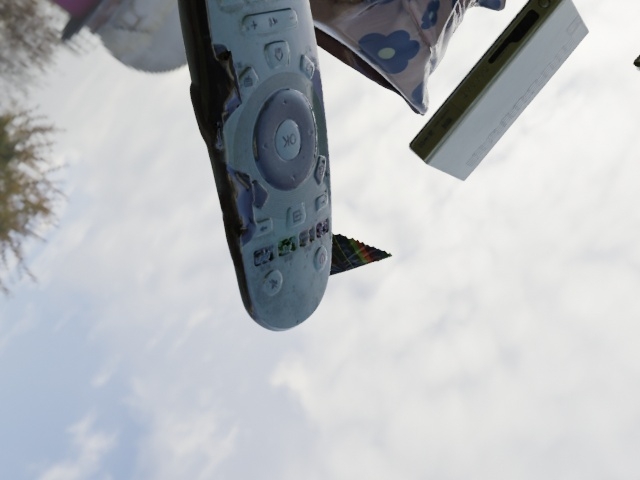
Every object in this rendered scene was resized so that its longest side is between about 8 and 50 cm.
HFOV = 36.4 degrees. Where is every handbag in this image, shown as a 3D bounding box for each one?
[{"bbox_3d":[0.027,-0.239,0.814,0.251,0.193,0.190,33,-101,33],"label":"handbag"}]

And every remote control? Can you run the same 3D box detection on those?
[{"bbox_3d":[-0.036,-0.071,0.553,0.045,0.256,0.097,3,-164,38],"label":"remote control"}]

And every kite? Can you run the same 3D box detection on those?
[{"bbox_3d":[0.000,0.000,0.775,0.004,0.122,0.090,-51,156,-46],"label":"kite"}]

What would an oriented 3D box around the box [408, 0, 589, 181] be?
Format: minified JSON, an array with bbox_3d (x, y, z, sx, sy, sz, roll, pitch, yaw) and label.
[{"bbox_3d":[0.236,-0.202,1.279,0.045,0.211,0.270,44,-76,20],"label":"box"}]

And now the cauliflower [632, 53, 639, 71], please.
[{"bbox_3d":[0.461,-0.163,1.045,0.272,0.250,0.275,-63,179,-36],"label":"cauliflower"}]
